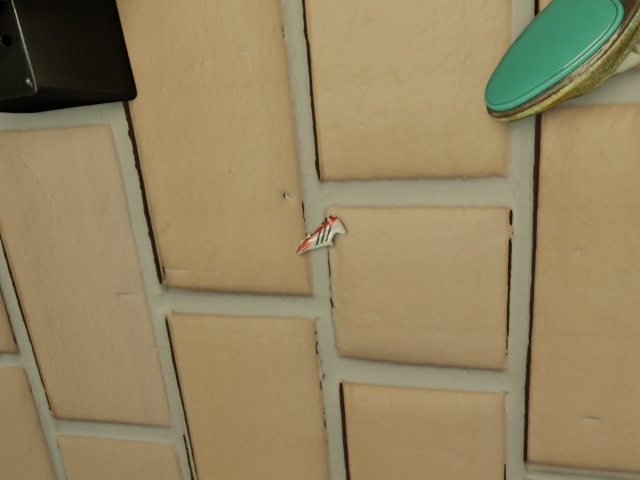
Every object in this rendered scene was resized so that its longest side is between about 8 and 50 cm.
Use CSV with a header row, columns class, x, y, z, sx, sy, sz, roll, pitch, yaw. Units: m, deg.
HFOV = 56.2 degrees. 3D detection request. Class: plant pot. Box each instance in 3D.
class,x,y,z,sx,sy,sz,roll,pitch,yaw
plant pot,-0.381,-0.259,0.779,0.187,0.167,0.188,-3,108,16

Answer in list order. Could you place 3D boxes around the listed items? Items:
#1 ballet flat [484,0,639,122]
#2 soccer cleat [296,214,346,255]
class,x,y,z,sx,sy,sz,roll,pitch,yaw
ballet flat,0.323,-0.251,0.628,0.123,0.123,0.349,36,117,0
soccer cleat,0.000,0.000,0.848,0.083,0.029,0.036,-41,91,20
